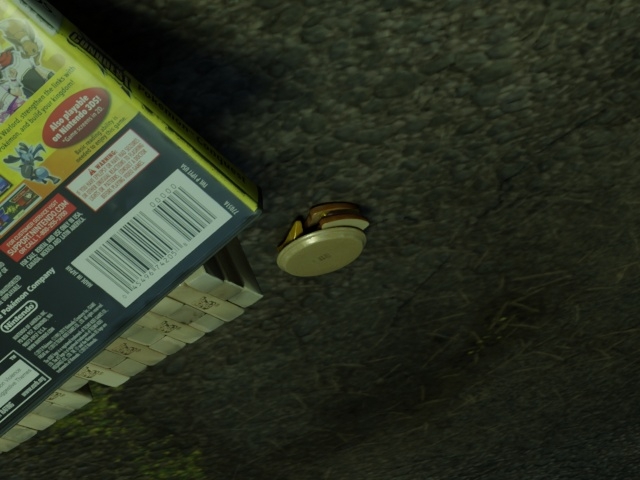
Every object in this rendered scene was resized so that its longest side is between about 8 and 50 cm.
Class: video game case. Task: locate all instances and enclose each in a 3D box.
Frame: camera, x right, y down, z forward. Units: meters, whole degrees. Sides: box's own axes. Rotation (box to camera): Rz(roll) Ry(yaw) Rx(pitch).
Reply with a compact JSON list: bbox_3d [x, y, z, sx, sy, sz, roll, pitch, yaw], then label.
[{"bbox_3d":[-0.218,-0.018,0.965,0.275,0.035,0.248,-40,116,19],"label":"video game case"}]

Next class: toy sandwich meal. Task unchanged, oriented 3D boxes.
[{"bbox_3d":[0.000,0.000,1.281,0.085,0.029,0.085,-14,155,-7],"label":"toy sandwich meal"}]

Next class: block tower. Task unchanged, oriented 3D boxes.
[{"bbox_3d":[-0.199,0.070,1.110,0.335,0.097,0.091,-32,153,14],"label":"block tower"}]
